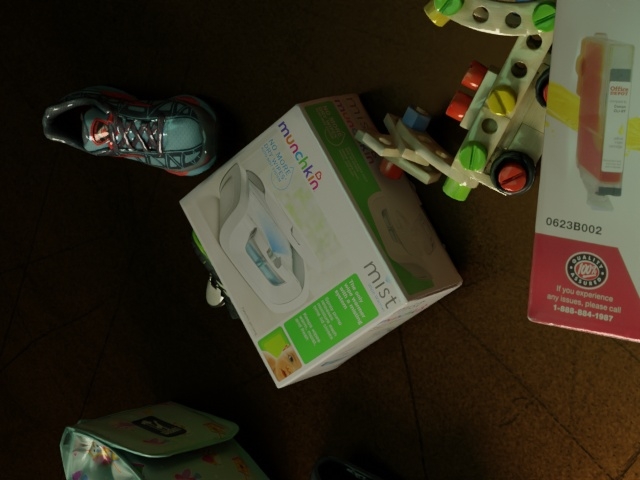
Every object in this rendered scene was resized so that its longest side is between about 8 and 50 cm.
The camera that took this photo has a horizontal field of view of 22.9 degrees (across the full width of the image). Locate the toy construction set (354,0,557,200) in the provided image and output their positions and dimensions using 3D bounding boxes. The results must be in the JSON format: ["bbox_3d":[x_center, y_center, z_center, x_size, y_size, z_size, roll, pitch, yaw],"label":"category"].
[{"bbox_3d":[0.160,-0.170,1.679,0.215,0.151,0.328,27,126,2],"label":"toy construction set"}]

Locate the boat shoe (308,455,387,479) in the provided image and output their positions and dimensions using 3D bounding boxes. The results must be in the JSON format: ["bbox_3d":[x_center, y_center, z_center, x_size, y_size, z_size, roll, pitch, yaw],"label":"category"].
[{"bbox_3d":[0.113,0.349,1.842,0.340,0.127,0.113,28,127,38],"label":"boat shoe"}]

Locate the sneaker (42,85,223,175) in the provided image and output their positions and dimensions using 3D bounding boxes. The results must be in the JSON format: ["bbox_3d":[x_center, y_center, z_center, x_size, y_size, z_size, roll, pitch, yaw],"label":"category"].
[{"bbox_3d":[-0.243,-0.132,1.994,0.262,0.125,0.104,9,106,34],"label":"sneaker"}]

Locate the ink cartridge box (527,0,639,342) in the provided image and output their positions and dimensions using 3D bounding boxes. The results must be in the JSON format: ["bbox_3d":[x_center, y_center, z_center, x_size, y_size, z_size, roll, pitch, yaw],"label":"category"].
[{"bbox_3d":[0.367,-0.096,1.527,0.279,0.160,0.385,11,104,30],"label":"ink cartridge box"}]

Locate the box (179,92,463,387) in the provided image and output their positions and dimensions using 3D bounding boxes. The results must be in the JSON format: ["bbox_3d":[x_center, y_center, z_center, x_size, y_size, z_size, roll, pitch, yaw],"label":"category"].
[{"bbox_3d":[0.000,0.000,1.851,0.231,0.126,0.262,-35,78,37],"label":"box"}]

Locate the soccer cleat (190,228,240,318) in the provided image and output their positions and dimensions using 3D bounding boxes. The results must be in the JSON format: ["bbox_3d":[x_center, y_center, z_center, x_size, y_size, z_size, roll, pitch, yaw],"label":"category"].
[{"bbox_3d":[-0.104,0.056,1.950,0.179,0.060,0.072,47,134,-10],"label":"soccer cleat"}]

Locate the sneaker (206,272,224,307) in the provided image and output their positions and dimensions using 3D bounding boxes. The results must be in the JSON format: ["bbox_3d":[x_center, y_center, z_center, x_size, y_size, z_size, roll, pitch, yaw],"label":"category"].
[{"bbox_3d":[-0.128,0.038,2.000,0.040,0.043,0.109,30,117,26],"label":"sneaker"}]

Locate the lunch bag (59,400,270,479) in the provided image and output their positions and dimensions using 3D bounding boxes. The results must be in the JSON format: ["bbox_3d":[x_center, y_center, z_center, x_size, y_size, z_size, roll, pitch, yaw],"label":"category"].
[{"bbox_3d":[-0.187,0.318,1.991,0.160,0.223,0.262,-45,72,28],"label":"lunch bag"}]
